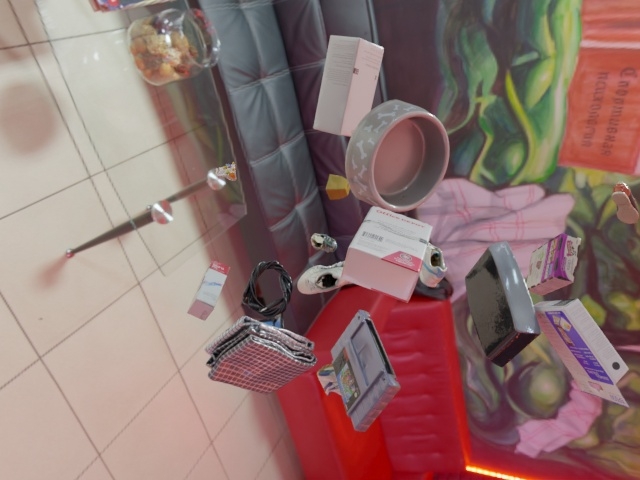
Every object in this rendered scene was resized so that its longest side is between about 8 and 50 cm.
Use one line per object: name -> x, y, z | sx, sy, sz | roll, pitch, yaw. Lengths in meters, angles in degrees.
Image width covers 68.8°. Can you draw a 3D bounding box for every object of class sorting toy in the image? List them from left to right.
sorting toy -> -0.358, -0.262, 1.764 | 0.083, 0.075, 0.045 | -106, -170, -50

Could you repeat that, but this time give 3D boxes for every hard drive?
hard drive -> 0.409, 0.142, 1.086 | 0.172, 0.054, 0.255 | 111, -16, -46

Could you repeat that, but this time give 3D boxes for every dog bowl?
dog bowl -> 0.247, -0.246, 1.431 | 0.348, 0.102, 0.349 | -13, 117, -27

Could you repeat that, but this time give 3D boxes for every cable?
cable -> -0.160, 0.151, 1.513 | 0.047, 0.150, 0.185 | 119, -7, -66

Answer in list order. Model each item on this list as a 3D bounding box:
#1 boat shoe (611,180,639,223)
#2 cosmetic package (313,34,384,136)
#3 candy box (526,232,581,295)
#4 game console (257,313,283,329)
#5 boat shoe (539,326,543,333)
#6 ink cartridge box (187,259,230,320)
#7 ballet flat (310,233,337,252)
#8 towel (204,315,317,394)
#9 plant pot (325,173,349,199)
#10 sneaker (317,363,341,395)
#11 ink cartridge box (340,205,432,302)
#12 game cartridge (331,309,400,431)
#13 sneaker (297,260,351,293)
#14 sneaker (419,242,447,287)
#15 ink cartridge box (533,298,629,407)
boat shoe -> 0.784, -0.095, 1.201 | 0.137, 0.049, 0.043 | 43, 60, -32
cosmetic package -> 0.118, -0.639, 1.978 | 0.217, 0.156, 0.386 | -13, 117, -53
candy box -> 0.799, 0.089, 1.618 | 0.233, 0.071, 0.159 | 88, 20, -74
game console -> -0.193, 0.341, 1.799 | 0.071, 0.107, 0.122 | 14, 46, -24
boat shoe -> 0.641, 0.296, 1.489 | 0.206, 0.075, 0.065 | -36, 153, -5
ink cartridge box -> -0.398, 0.177, 1.667 | 0.072, 0.127, 0.175 | 27, 49, -15
ballet flat -> 0.000, 0.000, 1.733 | 0.070, 0.188, 0.070 | -2, 95, -23
towel -> -0.186, 0.364, 1.442 | 0.283, 0.235, 0.122 | 29, 36, -33
plant pot -> 0.079, -0.226, 1.990 | 0.081, 0.083, 0.082 | 63, 37, -56
sneaker -> 0.126, 0.590, 1.968 | 0.111, 0.296, 0.131 | -25, 98, -49
ink cartridge box -> 0.170, 0.026, 1.166 | 0.237, 0.171, 0.100 | -55, 162, -56
game cartridge -> 0.137, 0.436, 1.600 | 0.068, 0.230, 0.355 | 24, 23, -26
sneaker -> 0.002, 0.155, 1.816 | 0.118, 0.292, 0.110 | -28, 95, -48
sneaker -> 0.367, 0.045, 1.607 | 0.087, 0.092, 0.229 | 5, 48, -27
ink cartridge box -> 0.527, 0.219, 0.950 | 0.208, 0.045, 0.206 | 61, 1, 11
